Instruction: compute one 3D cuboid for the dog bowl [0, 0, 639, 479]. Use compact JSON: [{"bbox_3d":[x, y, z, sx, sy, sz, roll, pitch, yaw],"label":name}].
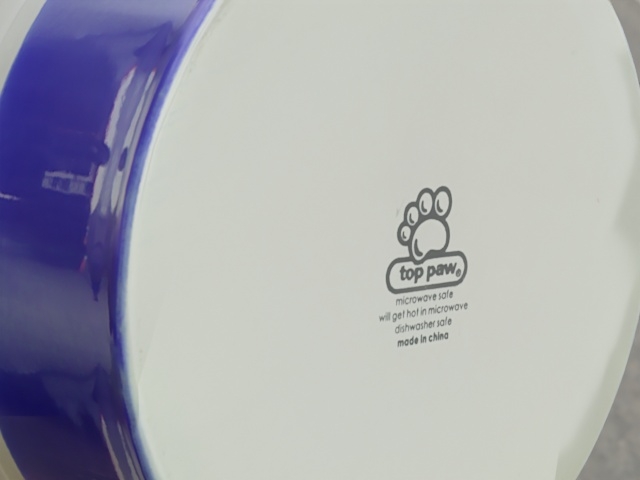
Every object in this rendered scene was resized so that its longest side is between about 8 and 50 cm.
[{"bbox_3d":[0.000,0.000,0.648,0.104,0.264,0.265,10,-6,44],"label":"dog bowl"}]
